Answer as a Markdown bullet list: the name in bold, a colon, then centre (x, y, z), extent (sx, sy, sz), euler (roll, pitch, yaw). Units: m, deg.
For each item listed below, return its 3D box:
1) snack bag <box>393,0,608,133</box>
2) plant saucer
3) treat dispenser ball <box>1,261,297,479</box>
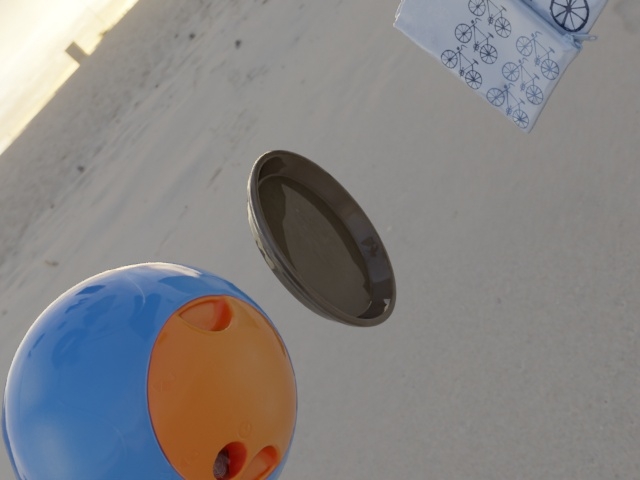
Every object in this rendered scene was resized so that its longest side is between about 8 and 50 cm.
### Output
- **snack bag**: centre (0.276, -0.381, 1.133), extent (0.037, 0.323, 0.342), euler (-30, -24, -36)
- **plant saucer**: centre (0.000, 0.000, 1.014), extent (0.041, 0.278, 0.278), euler (-36, 19, 29)
- **treat dispenser ball**: centre (-0.166, 0.165, 0.756), extent (0.288, 0.288, 0.288), euler (-42, 16, 15)
